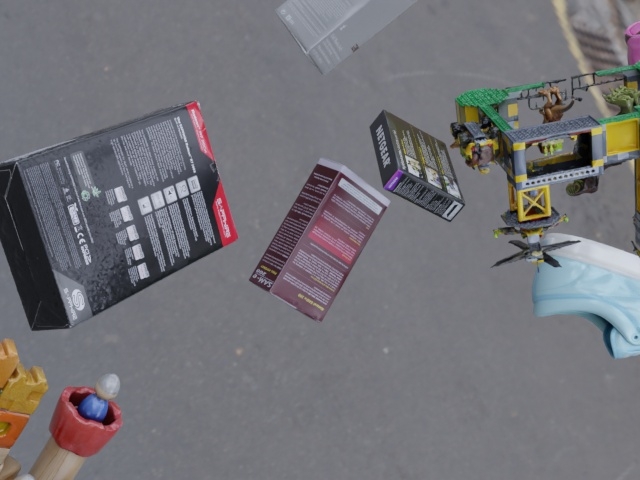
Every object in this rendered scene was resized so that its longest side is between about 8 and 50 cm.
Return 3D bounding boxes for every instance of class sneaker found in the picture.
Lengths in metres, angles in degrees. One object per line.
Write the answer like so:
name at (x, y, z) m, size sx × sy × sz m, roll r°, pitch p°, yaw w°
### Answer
sneaker at (0.479, 0.112, 1.476) m, size 0.365 × 0.135 × 0.150 m, roll 18°, pitch 85°, yaw 12°

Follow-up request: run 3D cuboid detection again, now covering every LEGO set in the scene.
LEGO set at (0.313, -0.071, 1.160) m, size 0.331 × 0.192 × 0.255 m, roll -14°, pitch 25°, yaw -10°

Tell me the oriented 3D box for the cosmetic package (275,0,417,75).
cosmetic package at (0.057, -0.390, 1.648) m, size 0.107 × 0.238 × 0.127 m, roll 56°, pitch 7°, yaw 16°

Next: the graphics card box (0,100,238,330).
graphics card box at (-0.286, -0.045, 1.458) m, size 0.371 × 0.094 × 0.233 m, roll -33°, pitch 112°, yaw -53°

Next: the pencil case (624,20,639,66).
pencil case at (0.461, -0.186, 1.332) m, size 0.095 × 0.098 × 0.209 m, roll -100°, pitch 176°, yaw -70°

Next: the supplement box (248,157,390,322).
supplement box at (0.000, 0.000, 1.698) m, size 0.130 × 0.073 × 0.239 m, roll 35°, pitch 83°, yaw -38°

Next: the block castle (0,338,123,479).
block castle at (-0.382, 0.250, 1.090) m, size 0.453 × 0.213 × 0.303 m, roll 20°, pitch 19°, yaw -42°

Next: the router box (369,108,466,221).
router box at (0.152, -0.121, 1.634) m, size 0.133 × 0.046 × 0.179 m, roll 26°, pitch 31°, yaw -23°
